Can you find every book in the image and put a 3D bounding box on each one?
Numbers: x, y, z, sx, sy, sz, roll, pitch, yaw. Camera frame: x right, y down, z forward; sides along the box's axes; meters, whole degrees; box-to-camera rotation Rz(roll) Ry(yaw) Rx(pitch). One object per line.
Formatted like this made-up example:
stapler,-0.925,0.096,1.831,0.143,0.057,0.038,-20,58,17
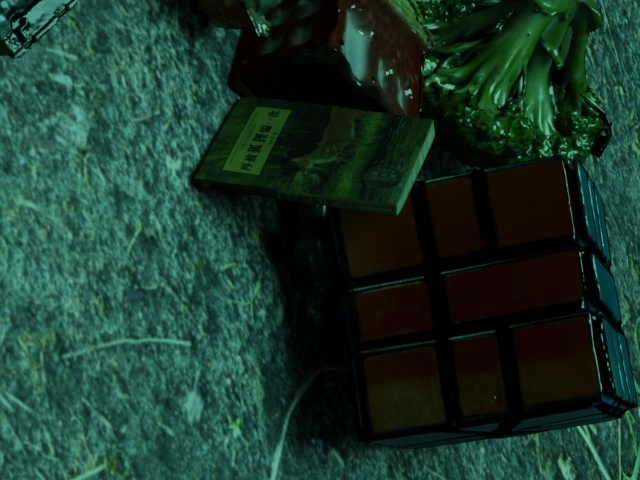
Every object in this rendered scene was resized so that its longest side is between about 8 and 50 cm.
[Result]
book,-0.005,-0.094,1.774,0.160,0.228,0.024,-64,158,-46

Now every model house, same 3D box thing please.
model house,0.022,-0.246,1.918,0.196,0.160,0.254,41,45,-38

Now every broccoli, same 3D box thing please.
broccoli,0.236,-0.228,2.120,0.304,0.283,0.321,-2,47,-42

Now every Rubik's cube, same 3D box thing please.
Rubik's cube,0.188,0.080,1.842,0.288,0.293,0.283,27,56,-70

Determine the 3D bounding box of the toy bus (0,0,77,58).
toy bus,-0.320,-0.261,1.486,0.091,0.103,0.182,-47,119,-19

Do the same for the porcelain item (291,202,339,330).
porcelain item,0.000,0.000,1.862,0.081,0.069,0.215,59,27,-68

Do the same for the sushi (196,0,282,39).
sushi,-0.083,-0.353,1.841,0.124,0.130,0.332,46,41,-34
